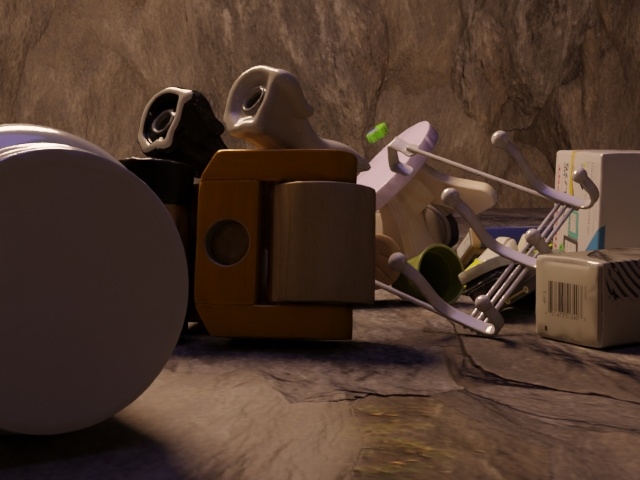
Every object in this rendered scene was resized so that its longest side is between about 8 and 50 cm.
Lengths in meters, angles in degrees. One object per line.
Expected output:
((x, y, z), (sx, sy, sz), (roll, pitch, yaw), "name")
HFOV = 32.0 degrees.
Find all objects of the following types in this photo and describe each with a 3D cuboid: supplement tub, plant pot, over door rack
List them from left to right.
((-0.269, 0.025, 0.917), (0.241, 0.241, 0.331), (-4, 6, -31), "supplement tub")
((0.138, 0.051, 1.509), (0.083, 0.083, 0.079), (-5, -5, -36), "plant pot")
((0.135, -0.028, 1.354), (0.324, 0.108, 0.239), (16, 53, 42), "over door rack")

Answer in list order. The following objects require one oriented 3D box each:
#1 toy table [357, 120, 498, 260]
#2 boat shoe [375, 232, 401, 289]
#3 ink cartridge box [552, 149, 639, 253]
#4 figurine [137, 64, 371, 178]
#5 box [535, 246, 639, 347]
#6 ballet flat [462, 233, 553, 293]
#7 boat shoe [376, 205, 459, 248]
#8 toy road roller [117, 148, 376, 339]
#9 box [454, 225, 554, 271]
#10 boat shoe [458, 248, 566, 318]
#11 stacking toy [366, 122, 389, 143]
((0.156, -0.070, 1.901), (0.252, 0.161, 0.274), (-27, 19, 48), "toy table")
((-0.035, 0.043, 1.506), (0.285, 0.103, 0.092), (-7, -9, -8), "boat shoe")
((0.435, -0.021, 1.497), (0.197, 0.198, 0.270), (1, 5, 0), "ink cartridge box")
((-0.071, -0.111, 1.339), (0.215, 0.092, 0.209), (-8, -28, 34), "figurine")
((0.380, 0.056, 1.255), (0.275, 0.094, 0.113), (-5, 6, -30), "box")
((0.288, 0.030, 1.643), (0.231, 0.077, 0.077), (-4, 10, -33), "ballet flat")
((0.195, -0.031, 2.170), (0.095, 0.112, 0.335), (-8, 4, -23), "boat shoe")
((-0.084, 0.013, 1.302), (0.329, 0.203, 0.240), (0, -6, 15), "toy road roller")
((0.331, 0.014, 1.772), (0.225, 0.036, 0.136), (-3, -20, -8), "box")
((0.258, 0.058, 1.434), (0.081, 0.069, 0.227), (-34, -18, 36), "boat shoe")
((0.072, -0.088, 2.017), (0.221, 0.167, 0.052), (-37, 19, -17), "stacking toy")
